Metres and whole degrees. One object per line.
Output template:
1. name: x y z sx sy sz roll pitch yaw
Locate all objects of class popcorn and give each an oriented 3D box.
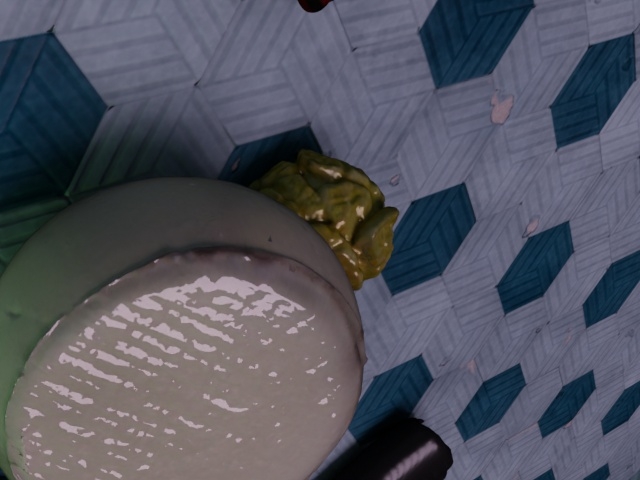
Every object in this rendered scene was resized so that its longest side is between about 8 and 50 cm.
1. popcorn: -0.010 -0.002 1.125 0.168 0.173 0.195 10 155 -10

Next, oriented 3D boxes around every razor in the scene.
1. razor: 0.075 0.447 1.687 0.349 0.113 0.204 -45 149 -14

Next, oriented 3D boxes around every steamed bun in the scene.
1. steamed bun: -0.148 0.099 0.979 0.374 0.241 0.374 -14 129 -17

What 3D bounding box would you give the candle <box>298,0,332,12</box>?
1. candle: -0.033 -0.273 0.920 0.162 0.048 0.053 55 46 -55

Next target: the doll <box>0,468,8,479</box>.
1. doll: -0.315 0.248 1.104 0.114 0.085 0.152 -41 139 -42
